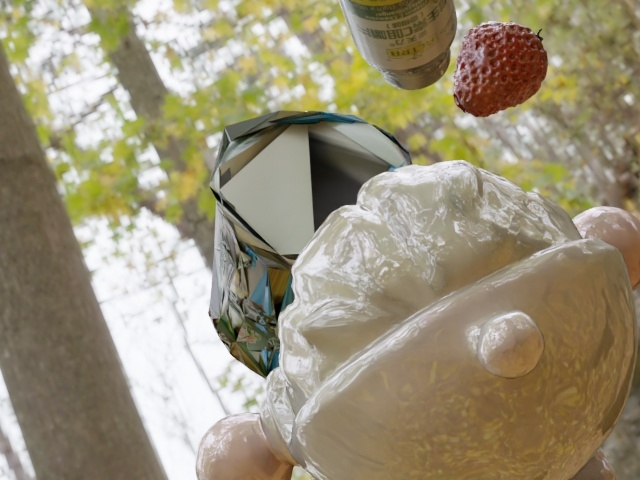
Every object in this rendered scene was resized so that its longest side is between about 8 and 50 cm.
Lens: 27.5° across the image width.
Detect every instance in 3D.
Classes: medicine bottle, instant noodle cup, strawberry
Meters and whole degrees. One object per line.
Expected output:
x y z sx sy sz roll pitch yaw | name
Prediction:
0.097 -0.308 1.664 0.141 0.141 0.293 -28 -28 0 | medicine bottle
0.000 0.000 1.223 0.240 0.240 0.178 -20 -36 -13 | instant noodle cup
0.131 -0.128 0.988 0.083 0.073 0.073 -42 -17 -40 | strawberry

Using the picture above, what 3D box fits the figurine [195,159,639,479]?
0.044 0.062 0.502 0.182 0.144 0.256 -7 -25 7 | figurine
